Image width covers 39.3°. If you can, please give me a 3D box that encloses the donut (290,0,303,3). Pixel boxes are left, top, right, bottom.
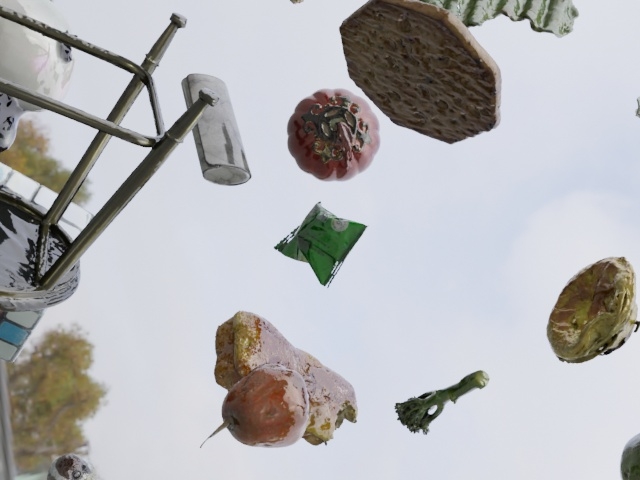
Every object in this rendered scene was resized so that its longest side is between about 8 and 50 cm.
[{"bbox_3d":[0.016,-0.630,2.020,0.126,0.187,0.144,20,-44,50],"label":"donut"}]

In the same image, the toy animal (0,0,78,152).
[{"bbox_3d":[-0.558,-0.287,1.509,0.310,0.251,0.251,-47,-135,10],"label":"toy animal"}]

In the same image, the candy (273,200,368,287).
[{"bbox_3d":[-0.003,0.000,1.770,0.203,0.078,0.141,30,-85,52],"label":"candy"}]

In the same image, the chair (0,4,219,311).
[{"bbox_3d":[-0.411,-0.148,1.230,0.410,0.362,0.364,-60,-153,21],"label":"chair"}]

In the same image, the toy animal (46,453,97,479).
[{"bbox_3d":[-0.512,0.475,1.778,0.098,0.137,0.098,-19,90,-75],"label":"toy animal"}]

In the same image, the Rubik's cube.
[{"bbox_3d":[-0.633,0.036,1.747,0.253,0.256,0.259,-47,-158,36],"label":"Rubik's cube"}]

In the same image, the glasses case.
[{"bbox_3d":[-0.233,-0.249,1.986,0.060,0.114,0.299,-55,-140,39],"label":"glasses case"}]

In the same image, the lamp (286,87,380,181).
[{"bbox_3d":[0.032,-0.249,2.105,0.227,0.227,0.226,35,-50,56],"label":"lamp"}]

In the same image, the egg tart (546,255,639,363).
[{"bbox_3d":[0.548,0.145,1.768,0.241,0.106,0.241,-52,-164,21],"label":"egg tart"}]

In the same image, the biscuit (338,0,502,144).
[{"bbox_3d":[0.190,-0.318,1.693,0.359,0.046,0.359,31,-24,15],"label":"biscuit"}]

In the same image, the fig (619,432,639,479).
[{"bbox_3d":[0.663,0.385,1.528,0.275,0.206,0.206,-38,-121,26],"label":"fig"}]

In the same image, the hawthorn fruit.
[{"bbox_3d":[-0.102,0.272,1.490,0.149,0.189,0.149,-29,-125,53],"label":"hawthorn fruit"}]

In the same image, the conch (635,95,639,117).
[{"bbox_3d":[0.630,-0.246,1.491,0.114,0.234,0.137,-33,-135,46],"label":"conch"}]

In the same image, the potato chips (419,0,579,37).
[{"bbox_3d":[0.316,-0.548,1.754,0.097,0.374,0.389,105,-19,-64],"label":"potato chips"}]

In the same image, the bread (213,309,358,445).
[{"bbox_3d":[-0.055,0.291,1.782,0.109,0.380,0.185,-34,-141,20],"label":"bread"}]

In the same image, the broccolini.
[{"bbox_3d":[0.186,0.249,1.361,0.067,0.058,0.216,36,-32,-9],"label":"broccolini"}]
